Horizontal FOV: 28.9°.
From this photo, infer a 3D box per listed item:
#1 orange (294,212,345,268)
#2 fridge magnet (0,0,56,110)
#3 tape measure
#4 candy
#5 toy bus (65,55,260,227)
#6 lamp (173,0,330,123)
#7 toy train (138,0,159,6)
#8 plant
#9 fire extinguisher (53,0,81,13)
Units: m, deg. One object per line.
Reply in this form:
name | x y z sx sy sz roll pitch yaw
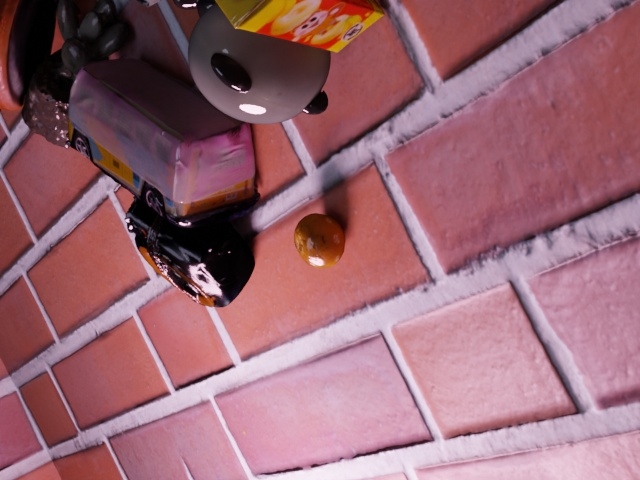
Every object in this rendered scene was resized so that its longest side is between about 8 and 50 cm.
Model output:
orange | 0.000 0.000 1.827 0.083 0.070 0.083 168 90 -69
fridge magnet | -0.577 -0.376 2.213 0.155 0.363 0.363 12 134 4
tape measure | -0.209 0.015 2.061 0.202 0.135 0.223 29 162 21
candy | -0.042 -0.311 1.469 0.088 0.276 0.146 -38 78 21
toy bus | -0.264 -0.178 2.016 0.386 0.171 0.162 33 126 40
lamp | -0.092 -0.266 1.664 0.197 0.198 0.243 103 148 -47
toy train | -0.373 -0.489 1.892 0.407 0.086 0.088 34 139 25
plant | -0.421 -0.300 2.179 0.147 0.149 0.274 22 126 -9
fire extinguisher | -0.434 -0.471 2.117 0.252 0.075 0.106 -40 59 58
